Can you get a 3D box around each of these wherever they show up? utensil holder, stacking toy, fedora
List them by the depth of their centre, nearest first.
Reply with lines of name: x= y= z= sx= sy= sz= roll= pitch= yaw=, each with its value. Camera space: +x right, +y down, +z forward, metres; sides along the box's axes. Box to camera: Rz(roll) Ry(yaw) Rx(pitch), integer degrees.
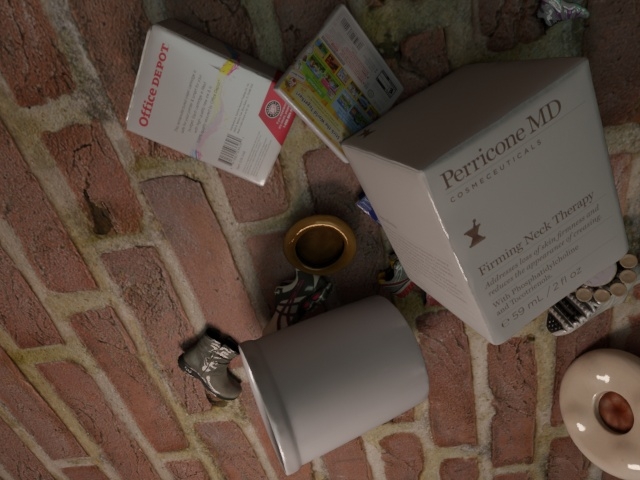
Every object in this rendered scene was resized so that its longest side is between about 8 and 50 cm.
fedora: x=0.000 y=0.000 z=1.134 sx=0.195 sy=0.079 sz=0.194 roll=2 pitch=127 yaw=3
utensil holder: x=0.030 y=0.346 z=1.136 sx=0.386 sy=0.327 sz=0.327 roll=-18 pitch=122 yaw=-17
stacking toy: x=1.010 y=0.500 z=1.334 sx=0.481 sy=0.350 sz=0.350 roll=6 pitch=123 yaw=-22

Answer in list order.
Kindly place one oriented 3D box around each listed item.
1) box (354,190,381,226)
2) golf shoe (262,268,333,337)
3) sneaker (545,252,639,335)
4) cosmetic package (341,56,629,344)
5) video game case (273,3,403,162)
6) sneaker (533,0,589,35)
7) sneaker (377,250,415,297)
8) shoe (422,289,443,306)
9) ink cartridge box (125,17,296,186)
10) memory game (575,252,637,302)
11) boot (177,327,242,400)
box: x=0.210 y=-0.126 z=1.077 sx=0.136 sy=0.036 sz=0.225 roll=39 pitch=113 yaw=-21
golf shoe: x=-0.087 y=0.177 z=1.247 sx=0.120 sy=0.105 sz=0.273 roll=45 pitch=112 yaw=0
sneaker: x=0.742 y=0.161 z=1.209 sx=0.119 sy=0.110 sz=0.292 roll=23 pitch=120 yaw=-23
cosmetic package: x=0.308 y=-0.089 z=0.878 sx=0.330 sy=0.327 sz=0.393 roll=-34 pitch=117 yaw=-5
video game case: x=0.045 y=-0.303 z=0.895 sx=0.227 sy=0.026 sz=0.206 roll=39 pitch=86 yaw=-38
sneaker: x=0.471 y=-0.439 z=0.887 sx=0.098 sy=0.038 sz=0.069 roll=22 pitch=121 yaw=-1
sneaker: x=0.229 y=0.053 z=1.157 sx=0.093 sy=0.088 sz=0.225 roll=26 pitch=118 yaw=-12
shoe: x=0.321 y=0.110 z=1.203 sx=0.081 sy=0.063 sz=0.177 roll=-3 pitch=125 yaw=-3
ink cartridge box: x=-0.212 y=-0.284 z=0.936 sx=0.307 sy=0.131 sz=0.226 roll=24 pitch=119 yaw=-12
memory game: x=0.695 y=0.068 z=1.137 sx=0.186 sy=0.012 sz=0.185 roll=1 pitch=92 yaw=29
boot: x=-0.299 y=0.385 z=1.376 sx=0.161 sy=0.083 sz=0.246 roll=-39 pitch=114 yaw=15
